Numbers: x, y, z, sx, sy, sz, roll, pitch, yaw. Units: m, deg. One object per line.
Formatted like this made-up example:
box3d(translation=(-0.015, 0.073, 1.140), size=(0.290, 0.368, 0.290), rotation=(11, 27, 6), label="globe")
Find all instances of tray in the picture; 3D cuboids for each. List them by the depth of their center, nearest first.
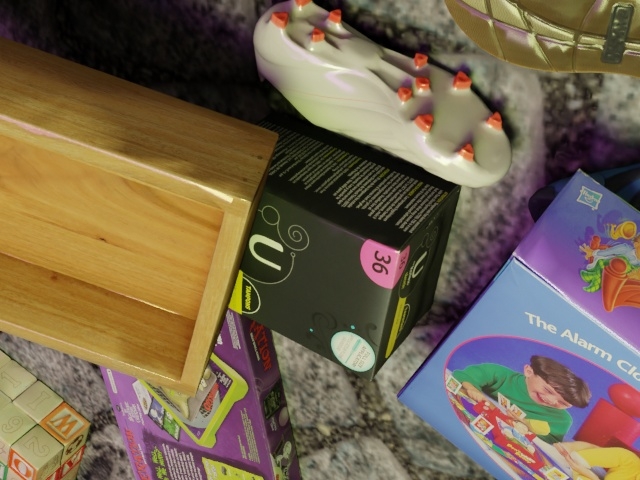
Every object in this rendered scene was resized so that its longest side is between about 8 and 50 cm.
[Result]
box3d(translation=(-0.249, -0.046, 0.582), size=(0.411, 0.076, 0.202), rotation=(20, 135, -1), label="tray")

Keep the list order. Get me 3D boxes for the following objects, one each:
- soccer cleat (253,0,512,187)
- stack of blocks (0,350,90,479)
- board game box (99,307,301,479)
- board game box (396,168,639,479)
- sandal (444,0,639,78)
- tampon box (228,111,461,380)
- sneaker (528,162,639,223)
box3d(translation=(0.039, -0.092, 0.595), size=(0.196, 0.068, 0.076), rotation=(35, 148, 13), label="soccer cleat")
box3d(translation=(-0.436, 0.209, 1.110), size=(0.297, 0.087, 0.171), rotation=(35, 133, 12), label="stack of blocks")
box3d(translation=(-0.128, 0.149, 0.880), size=(0.208, 0.056, 0.346), rotation=(7, 122, 28), label="board game box")
box3d(translation=(0.233, 0.143, 0.547), size=(0.347, 0.078, 0.233), rotation=(38, 151, 9), label="board game box")
box3d(translation=(0.154, -0.131, 0.498), size=(0.180, 0.049, 0.072), rotation=(14, 133, 10), label="sandal")
box3d(translation=(0.000, 0.000, 0.650), size=(0.161, 0.101, 0.120), rotation=(24, 130, 21), label="tampon box")
box3d(translation=(0.219, -0.021, 0.516), size=(0.209, 0.082, 0.069), rotation=(7, 141, 53), label="sneaker")
